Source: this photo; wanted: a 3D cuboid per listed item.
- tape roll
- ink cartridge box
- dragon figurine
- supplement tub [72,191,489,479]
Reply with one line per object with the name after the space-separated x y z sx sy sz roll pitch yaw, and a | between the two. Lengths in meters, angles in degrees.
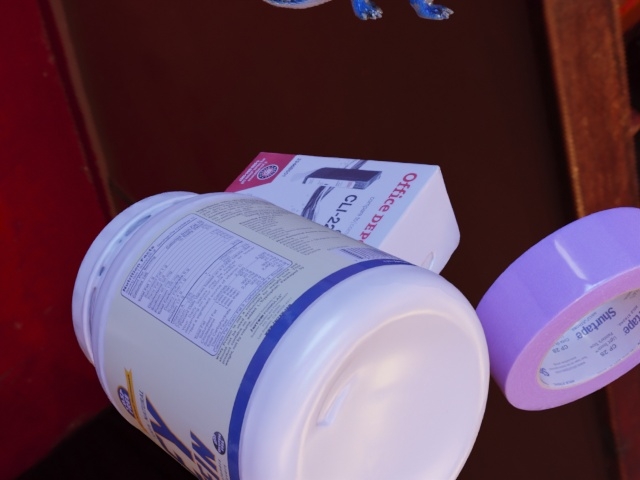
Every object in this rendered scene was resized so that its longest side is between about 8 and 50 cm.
0.321 0.088 1.227 0.275 0.090 0.274 -21 144 -16 | tape roll
0.000 0.000 1.209 0.197 0.273 0.114 -52 136 -36 | ink cartridge box
0.080 -0.328 1.146 0.085 0.289 0.143 -49 140 -67 | dragon figurine
-0.047 0.093 0.854 0.236 0.325 0.235 -16 116 -36 | supplement tub
